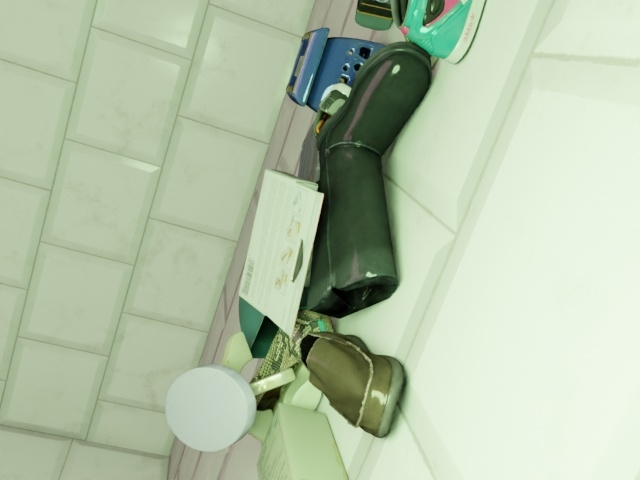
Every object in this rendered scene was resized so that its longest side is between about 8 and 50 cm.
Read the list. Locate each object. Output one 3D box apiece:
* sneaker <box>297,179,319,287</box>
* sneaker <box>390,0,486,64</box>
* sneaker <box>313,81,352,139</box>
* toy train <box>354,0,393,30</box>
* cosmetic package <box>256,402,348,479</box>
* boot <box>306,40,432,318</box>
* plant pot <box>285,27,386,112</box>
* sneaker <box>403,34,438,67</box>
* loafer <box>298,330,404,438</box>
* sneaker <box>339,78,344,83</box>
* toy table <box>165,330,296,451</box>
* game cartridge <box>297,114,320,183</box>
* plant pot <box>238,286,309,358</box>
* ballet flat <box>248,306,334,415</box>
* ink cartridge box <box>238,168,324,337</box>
[{"bbox_3d":[0.002,-0.030,1.590,0.122,0.146,0.330,11,58,47],"label":"sneaker"},{"bbox_3d":[0.210,-0.487,1.160,0.124,0.179,0.295,180,105,-76],"label":"sneaker"},{"bbox_3d":[0.024,-0.259,1.582,0.108,0.100,0.271,-42,-27,-30],"label":"sneaker"},{"bbox_3d":[0.165,-0.722,1.706,0.190,0.142,0.333,110,169,-58],"label":"toy train"},{"bbox_3d":[-0.036,0.459,1.203,0.309,0.113,0.160,-119,47,-71],"label":"cosmetic package"},{"bbox_3d":[0.098,-0.109,1.243,0.367,0.146,0.445,130,152,-51],"label":"boot"},{"bbox_3d":[0.038,-0.436,1.703,0.236,0.212,0.235,-120,49,-71],"label":"plant pot"},{"bbox_3d":[0.206,-0.409,1.279,0.064,0.086,0.192,-90,21,-48],"label":"sneaker"},{"bbox_3d":[0.035,0.243,1.129,0.366,0.130,0.133,-173,99,-76],"label":"loafer"},{"bbox_3d":[0.034,-0.518,1.982,0.240,0.126,0.091,-150,77,-75],"label":"sneaker"},{"bbox_3d":[-0.192,0.335,1.378,0.274,0.161,0.252,-12,91,41],"label":"toy table"},{"bbox_3d":[-0.015,-0.242,2.013,0.230,0.068,0.355,130,153,-50],"label":"game cartridge"},{"bbox_3d":[-0.114,0.154,1.605,0.165,0.166,0.234,-66,33,30],"label":"plant pot"},{"bbox_3d":[-0.088,0.358,1.480,0.482,0.164,0.182,-61,39,38],"label":"ballet flat"},{"bbox_3d":[-0.066,0.020,1.340,0.261,0.066,0.296,28,108,55],"label":"ink cartridge box"}]
